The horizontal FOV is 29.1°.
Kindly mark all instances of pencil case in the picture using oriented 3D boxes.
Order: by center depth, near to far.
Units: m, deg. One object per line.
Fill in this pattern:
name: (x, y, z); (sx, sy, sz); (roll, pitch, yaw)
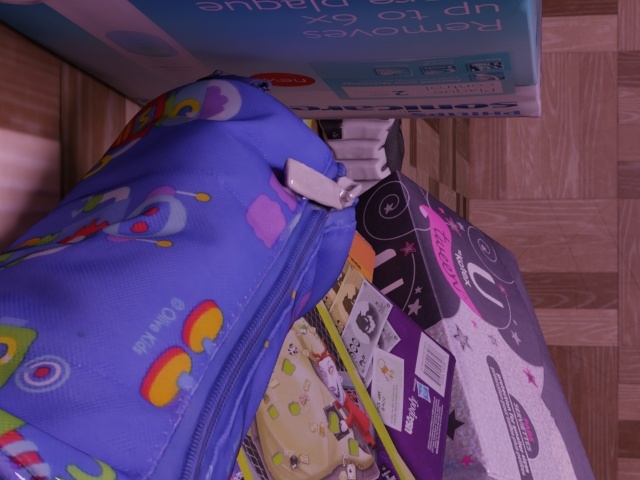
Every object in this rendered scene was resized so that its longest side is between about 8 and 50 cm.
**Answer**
pencil case: (-0.069, 0.039, 0.434); (0.119, 0.133, 0.306); (64, 23, -17)

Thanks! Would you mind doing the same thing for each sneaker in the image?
sneaker: (0.040, -0.115, 1.167); (0.106, 0.078, 0.234); (-77, 167, -59)

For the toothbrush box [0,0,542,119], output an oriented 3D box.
toothbrush box: (-0.012, -0.139, 0.544); (0.295, 0.216, 0.126); (24, 67, -79)

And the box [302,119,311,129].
box: (-0.034, -0.123, 0.873); (0.109, 0.042, 0.178); (65, 26, -63)

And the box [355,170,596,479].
box: (0.075, 0.104, 0.866); (0.163, 0.142, 0.247); (32, 33, -42)

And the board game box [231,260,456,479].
board game box: (-0.030, 0.124, 0.598); (0.208, 0.056, 0.346); (45, 33, -23)

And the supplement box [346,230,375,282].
supplement box: (-0.027, 0.082, 0.761); (0.080, 0.078, 0.233); (44, 38, -34)
